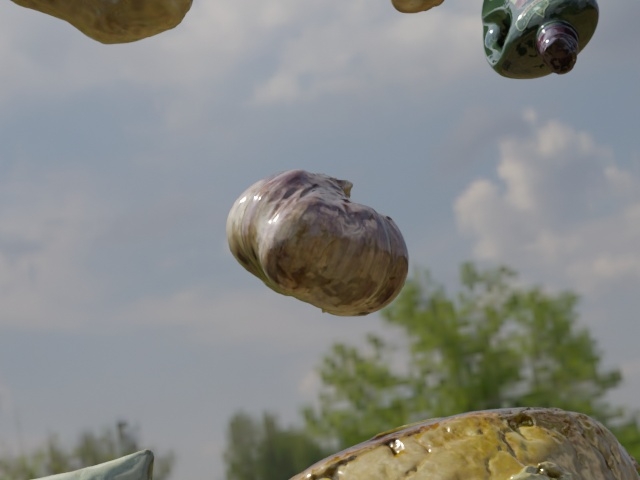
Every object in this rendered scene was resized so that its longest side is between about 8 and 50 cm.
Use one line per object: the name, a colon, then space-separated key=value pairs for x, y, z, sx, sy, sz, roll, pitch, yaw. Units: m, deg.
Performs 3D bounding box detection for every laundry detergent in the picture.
laundry detergent: x=0.223 y=-0.219 z=1.906 sx=0.144 sy=0.222 sz=0.078 roll=-39 pitch=-66 yaw=24

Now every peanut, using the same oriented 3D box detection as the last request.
peanut: x=-0.200 y=-0.221 z=1.601 sx=0.214 sy=0.100 sz=0.099 roll=20 pitch=-1 yaw=18

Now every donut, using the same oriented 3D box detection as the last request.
donut: x=0.086 y=0.238 z=1.359 sx=0.330 sy=0.160 sz=0.330 roll=-13 pitch=-44 yaw=-13

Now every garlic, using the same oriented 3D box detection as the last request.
garlic: x=0.000 y=0.000 z=1.463 sx=0.147 sy=0.102 sz=0.159 roll=27 pitch=-3 yaw=5

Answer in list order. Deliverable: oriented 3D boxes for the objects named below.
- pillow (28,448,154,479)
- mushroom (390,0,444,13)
pillow: x=-0.257 y=0.311 z=1.347 sx=0.312 sy=0.310 sz=0.119 roll=0 pitch=-4 yaw=-24
mushroom: x=0.091 y=-0.330 z=2.153 sx=0.097 sy=0.212 sz=0.088 roll=-30 pitch=-53 yaw=2
